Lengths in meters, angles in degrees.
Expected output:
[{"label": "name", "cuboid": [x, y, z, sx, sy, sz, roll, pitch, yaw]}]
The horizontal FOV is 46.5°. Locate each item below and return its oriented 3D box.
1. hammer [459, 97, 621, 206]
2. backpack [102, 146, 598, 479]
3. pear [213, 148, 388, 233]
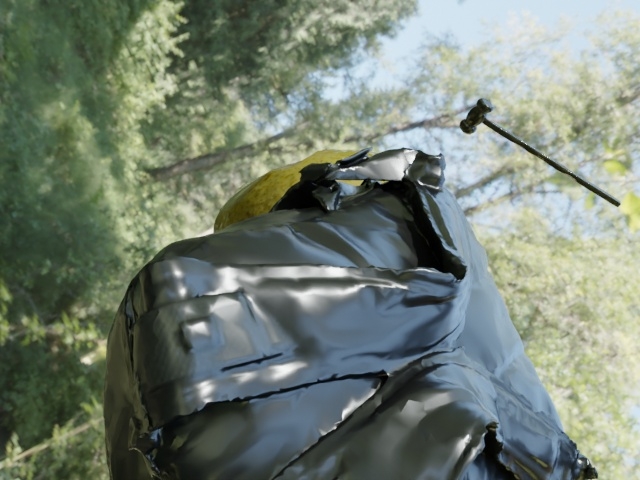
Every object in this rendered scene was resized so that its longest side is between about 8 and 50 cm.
[{"label": "hammer", "cuboid": [0.355, -0.128, 1.179, 0.292, 0.029, 0.058, 30, -52, -8]}, {"label": "backpack", "cuboid": [0.028, 0.115, 0.550, 0.446, 0.255, 0.363, -16, 80, -57]}, {"label": "pear", "cuboid": [0.000, 0.000, 0.946, 0.271, 0.271, 0.271, 59, -12, 20]}]
